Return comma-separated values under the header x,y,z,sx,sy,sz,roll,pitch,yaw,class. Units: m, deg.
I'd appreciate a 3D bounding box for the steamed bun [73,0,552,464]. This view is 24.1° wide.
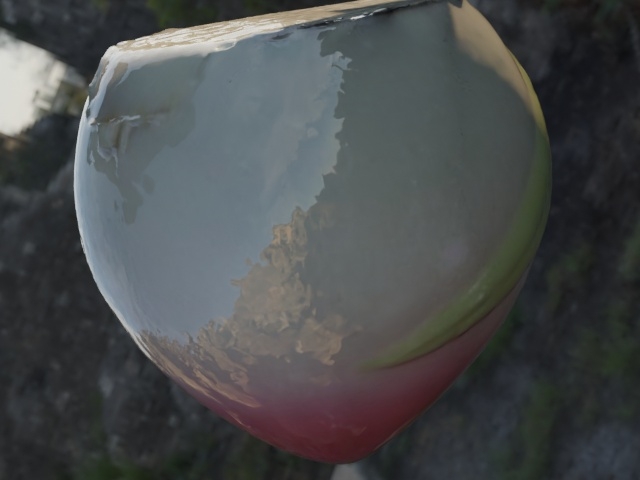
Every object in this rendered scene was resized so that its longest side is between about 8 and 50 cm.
x,y,z,sx,sy,sz,roll,pitch,yaw,class
0.000,0.000,0.938,0.309,0.309,0.309,-158,90,-79,steamed bun
